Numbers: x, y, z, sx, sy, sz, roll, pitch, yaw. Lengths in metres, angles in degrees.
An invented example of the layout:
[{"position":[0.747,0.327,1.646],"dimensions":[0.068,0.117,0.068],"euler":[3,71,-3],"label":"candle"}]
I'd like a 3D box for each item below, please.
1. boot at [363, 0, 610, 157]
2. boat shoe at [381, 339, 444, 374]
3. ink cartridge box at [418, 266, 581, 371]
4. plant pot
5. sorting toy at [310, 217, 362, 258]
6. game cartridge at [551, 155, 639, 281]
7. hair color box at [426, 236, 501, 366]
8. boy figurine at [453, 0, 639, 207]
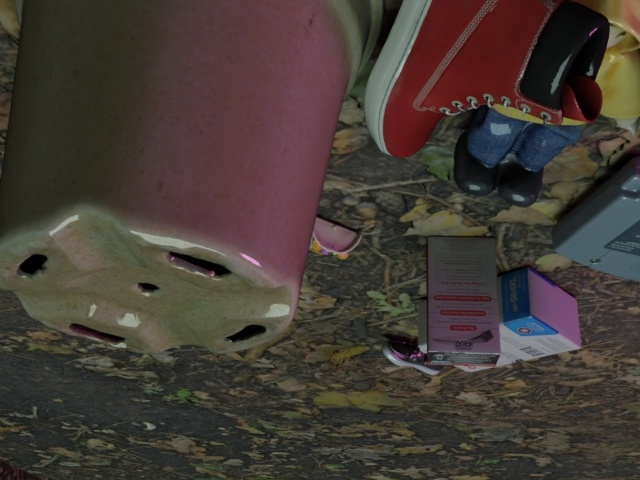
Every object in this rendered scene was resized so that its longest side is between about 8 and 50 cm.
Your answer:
[{"position":[0.135,-0.119,0.647],"dimensions":[0.176,0.088,0.244],"euler":[45,149,18],"label":"boot"},{"position":[0.171,0.203,1.384],"dimensions":[0.142,0.049,0.040],"euler":[23,127,-33],"label":"boat shoe"},{"position":[0.272,0.129,1.186],"dimensions":[0.203,0.086,0.148],"euler":[-21,143,39],"label":"ink cartridge box"},{"position":[-0.118,-0.085,0.626],"dimensions":[0.333,0.306,0.334],"euler":[3,151,2],"label":"plant pot"},{"position":[0.000,0.000,1.049],"dimensions":[0.083,0.045,0.075],"euler":[20,166,-27],"label":"sorting toy"},{"position":[0.453,-0.009,0.951],"dimensions":[0.297,0.062,0.198],"euler":[12,154,-13],"label":"game cartridge"},{"position":[0.188,0.080,1.025],"dimensions":[0.093,0.167,0.053],"euler":[1,151,6],"label":"hair color box"},{"position":[0.221,-0.139,0.705],"dimensions":[0.177,0.092,0.285],"euler":[16,152,-4],"label":"boy figurine"}]
